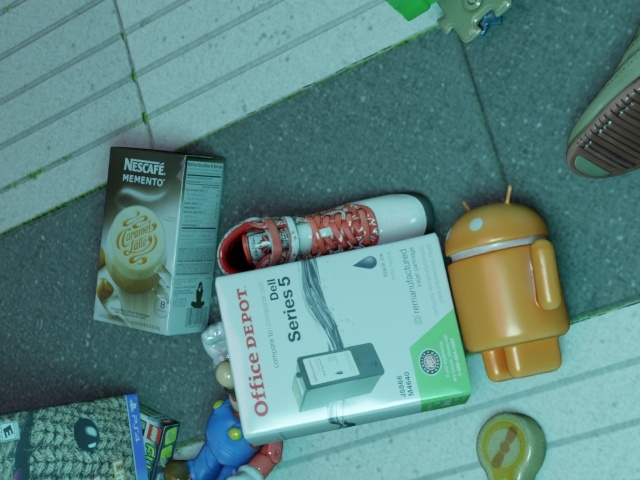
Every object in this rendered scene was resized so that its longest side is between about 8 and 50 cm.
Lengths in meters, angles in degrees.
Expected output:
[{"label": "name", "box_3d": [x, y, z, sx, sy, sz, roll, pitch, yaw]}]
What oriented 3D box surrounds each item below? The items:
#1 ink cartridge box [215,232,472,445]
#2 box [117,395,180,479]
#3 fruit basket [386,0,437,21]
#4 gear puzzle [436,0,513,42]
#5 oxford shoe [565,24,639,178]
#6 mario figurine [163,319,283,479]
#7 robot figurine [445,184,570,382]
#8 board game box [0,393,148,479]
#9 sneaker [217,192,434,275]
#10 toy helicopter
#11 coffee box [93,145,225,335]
[{"label": "ink cartridge box", "box_3d": [0.025, 0.121, 1.524, 0.273, 0.115, 0.198, -12, 77, 0]}, {"label": "box", "box_3d": [-0.278, 0.342, 1.842, 0.114, 0.036, 0.207, 21, 101, 30]}, {"label": "fruit basket", "box_3d": [0.032, -0.443, 1.491, 0.392, 0.283, 0.392, -2, 84, 18]}, {"label": "gear puzzle", "box_3d": [0.157, -0.411, 1.571, 0.175, 0.044, 0.339, -41, 67, 27]}, {"label": "oxford shoe", "box_3d": [0.396, -0.208, 1.395, 0.348, 0.123, 0.130, -44, 42, 26]}, {"label": "mario figurine", "box_3d": [-0.122, 0.228, 1.663, 0.198, 0.170, 0.320, 34, 111, 14]}, {"label": "robot figurine", "box_3d": [0.214, 0.051, 1.480, 0.128, 0.158, 0.219, -12, 84, 9]}, {"label": "board game box", "box_3d": [-0.375, 0.340, 1.708, 0.141, 0.291, 0.232, -11, 85, 30]}, {"label": "sneaker", "box_3d": [0.000, 0.001, 1.603, 0.270, 0.145, 0.090, -13, 83, 31]}, {"label": "toy helicopter", "box_3d": [0.211, 0.382, 1.504, 0.235, 0.140, 0.355, -8, 75, 41]}, {"label": "coffee box", "box_3d": [-0.225, -0.002, 1.771, 0.141, 0.098, 0.246, 8, 94, 32]}]
